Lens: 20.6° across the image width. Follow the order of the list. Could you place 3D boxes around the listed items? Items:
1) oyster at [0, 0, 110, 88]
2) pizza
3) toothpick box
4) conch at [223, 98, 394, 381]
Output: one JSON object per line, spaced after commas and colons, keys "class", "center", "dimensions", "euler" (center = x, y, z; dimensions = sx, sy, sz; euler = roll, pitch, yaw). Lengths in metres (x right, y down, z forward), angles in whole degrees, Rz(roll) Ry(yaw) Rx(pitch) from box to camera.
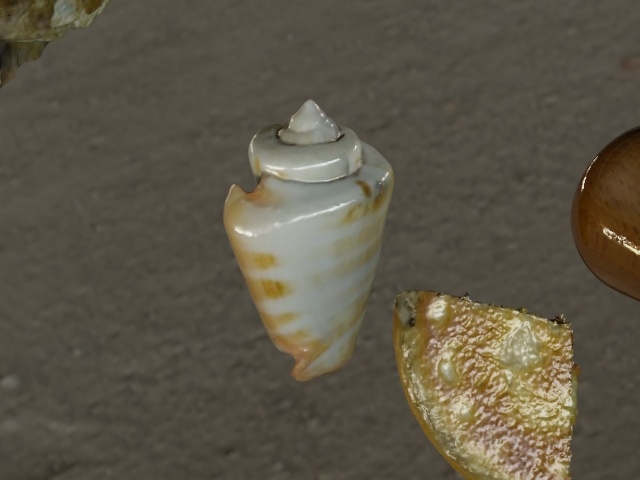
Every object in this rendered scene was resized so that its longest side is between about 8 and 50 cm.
{"class": "oyster", "center": [-0.269, -0.150, 1.290], "dimensions": [0.094, 0.166, 0.294], "euler": [0, 49, 47]}
{"class": "pizza", "center": [0.222, 0.178, 2.144], "dimensions": [0.226, 0.335, 0.086], "euler": [-37, 0, -14]}
{"class": "toothpick box", "center": [0.337, 0.029, 1.398], "dimensions": [0.192, 0.192, 0.294], "euler": [-29, 41, -14]}
{"class": "conch", "center": [0.009, -0.002, 1.586], "dimensions": [0.127, 0.255, 0.158], "euler": [-2, 22, 39]}
